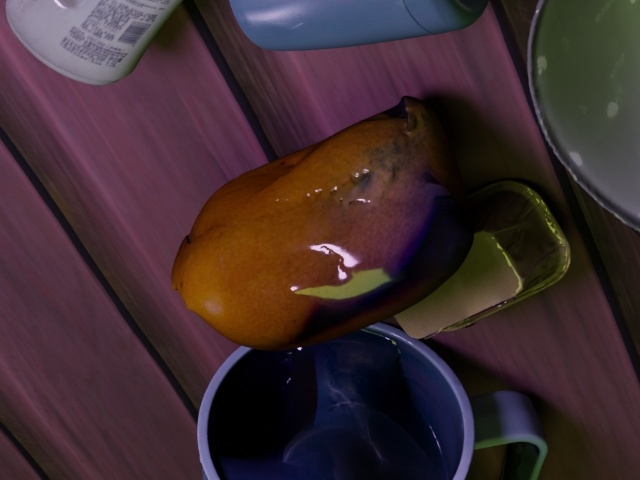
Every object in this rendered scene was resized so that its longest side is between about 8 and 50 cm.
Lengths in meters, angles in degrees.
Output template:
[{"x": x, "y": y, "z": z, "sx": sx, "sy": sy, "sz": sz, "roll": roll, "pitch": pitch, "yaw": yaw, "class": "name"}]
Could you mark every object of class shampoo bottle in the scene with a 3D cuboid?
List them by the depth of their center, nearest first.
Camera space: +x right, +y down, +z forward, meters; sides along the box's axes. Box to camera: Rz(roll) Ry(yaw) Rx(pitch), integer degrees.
[{"x": -0.147, "y": -0.222, "z": 1.393, "sx": 0.118, "sy": 0.087, "sz": 0.234, "roll": 34, "pitch": 137, "yaw": -13, "class": "shampoo bottle"}]

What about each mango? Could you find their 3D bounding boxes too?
[{"x": 0.000, "y": 0.000, "z": 1.514, "sx": 0.287, "sy": 0.201, "sz": 0.153, "roll": -22, "pitch": 104, "yaw": 40, "class": "mango"}]

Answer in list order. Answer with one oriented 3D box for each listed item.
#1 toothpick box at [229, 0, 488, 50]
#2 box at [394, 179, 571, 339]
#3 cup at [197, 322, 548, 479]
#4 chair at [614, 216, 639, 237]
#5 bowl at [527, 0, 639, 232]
[{"x": 0.024, "y": -0.203, "z": 1.336, "sx": 0.184, "sy": 0.120, "sz": 0.120, "roll": -7, "pitch": 136, "yaw": 30, "class": "toothpick box"}, {"x": 0.132, "y": 0.022, "z": 1.589, "sx": 0.177, "sy": 0.111, "sz": 0.111, "roll": -27, "pitch": 125, "yaw": 35, "class": "box"}, {"x": 0.032, "y": 0.249, "z": 1.808, "sx": 0.257, "sy": 0.331, "sz": 0.311, "roll": 40, "pitch": 150, "yaw": 24, "class": "cup"}, {"x": 0.323, "y": -0.004, "z": 1.458, "sx": 0.213, "sy": 0.149, "sz": 0.174, "roll": -16, "pitch": 133, "yaw": 39, "class": "chair"}, {"x": 0.321, "y": -0.156, "z": 1.253, "sx": 0.337, "sy": 0.157, "sz": 0.337, "roll": 9, "pitch": 135, "yaw": 9, "class": "bowl"}]
